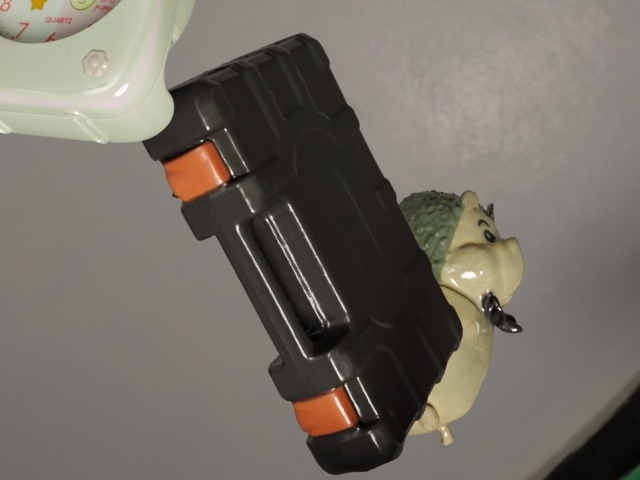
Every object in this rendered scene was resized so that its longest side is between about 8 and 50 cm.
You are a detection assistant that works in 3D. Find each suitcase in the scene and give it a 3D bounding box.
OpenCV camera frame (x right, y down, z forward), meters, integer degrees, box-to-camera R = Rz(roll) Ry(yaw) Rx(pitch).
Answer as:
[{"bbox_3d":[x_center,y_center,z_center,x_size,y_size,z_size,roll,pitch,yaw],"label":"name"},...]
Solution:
[{"bbox_3d":[0.000,0.000,0.698,0.066,0.286,0.206,-22,-169,30],"label":"suitcase"}]

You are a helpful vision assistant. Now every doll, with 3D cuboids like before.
[{"bbox_3d":[0.156,0.095,1.338,0.247,0.247,0.350,142,-36,-66],"label":"doll"}]

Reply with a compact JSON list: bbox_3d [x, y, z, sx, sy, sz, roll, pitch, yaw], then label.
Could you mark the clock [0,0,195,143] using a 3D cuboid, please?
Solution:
[{"bbox_3d":[-0.143,-0.156,0.582,0.062,0.151,0.191,51,50,-64],"label":"clock"}]
